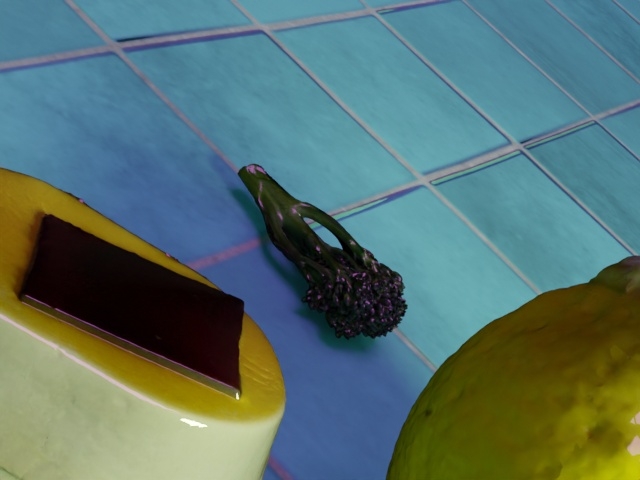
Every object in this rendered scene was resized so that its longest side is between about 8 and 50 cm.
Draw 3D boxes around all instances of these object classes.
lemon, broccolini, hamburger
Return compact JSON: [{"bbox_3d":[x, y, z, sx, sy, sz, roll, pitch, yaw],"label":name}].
[{"bbox_3d":[0.185,0.194,0.850,0.336,0.336,0.336,26,31,-17],"label":"lemon"},{"bbox_3d":[-0.003,0.011,1.202,0.091,0.068,0.203,-23,50,-24],"label":"broccolini"},{"bbox_3d":[-0.163,0.078,0.840,0.295,0.151,0.227,30,24,0],"label":"hamburger"}]
